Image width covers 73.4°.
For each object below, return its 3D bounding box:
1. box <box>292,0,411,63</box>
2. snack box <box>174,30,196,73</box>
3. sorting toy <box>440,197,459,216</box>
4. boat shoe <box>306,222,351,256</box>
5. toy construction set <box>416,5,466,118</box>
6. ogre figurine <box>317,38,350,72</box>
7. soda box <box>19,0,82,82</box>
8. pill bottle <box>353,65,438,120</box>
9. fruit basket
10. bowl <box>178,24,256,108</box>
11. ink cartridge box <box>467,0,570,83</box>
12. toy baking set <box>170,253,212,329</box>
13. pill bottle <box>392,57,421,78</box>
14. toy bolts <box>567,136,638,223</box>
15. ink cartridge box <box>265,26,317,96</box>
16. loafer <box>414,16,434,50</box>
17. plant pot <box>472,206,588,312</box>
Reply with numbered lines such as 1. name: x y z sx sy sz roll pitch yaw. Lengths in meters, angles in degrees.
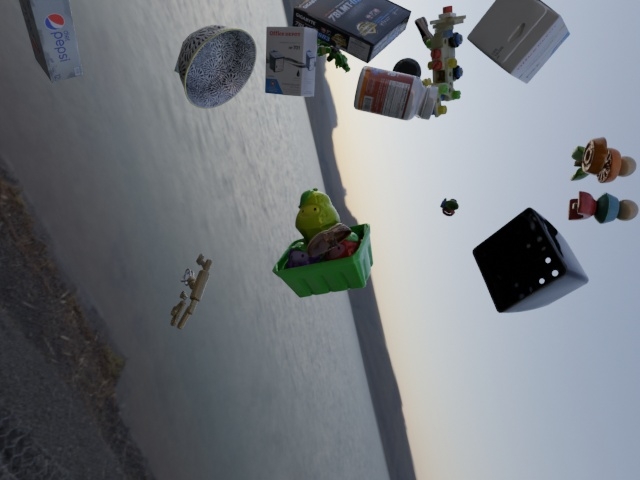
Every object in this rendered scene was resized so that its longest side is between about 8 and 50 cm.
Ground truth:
1. box: 0.108 -0.736 1.419 0.295 0.293 0.073 -51 168 -32
2. snack box: -0.413 -0.593 1.359 0.100 0.037 0.141 -58 -164 33
3. sorting toy: 0.470 -0.130 1.561 0.102 0.061 0.042 93 23 -64
4. boat shoe: 0.030 -0.001 1.436 0.060 0.178 0.064 22 -43 49
5. toy construction set: 0.380 -0.569 1.375 0.151 0.215 0.327 28 -50 34
6. ogre figurine: 0.061 -0.836 1.919 0.118 0.197 0.097 -66 179 -56
7. soda box: -0.705 -0.559 1.117 0.098 0.091 0.286 52 -32 11
8. pill bottle: 0.209 -0.404 1.198 0.121 0.216 0.121 14 90 -85
9. fruit basket: 0.000 0.000 1.641 0.283 0.392 0.392 -59 141 -54
10. bowl: -0.212 -0.347 0.821 0.080 0.170 0.170 46 -4 12
11. ink cartridge box: 0.558 -0.573 1.206 0.168 0.171 0.233 48 32 17
12. toy baking set: -0.368 0.130 1.209 0.030 0.197 0.256 31 57 -28
13. pill bottle: 0.366 -0.708 1.821 0.219 0.123 0.123 -60 139 -68
14. toy bolts: 0.789 -0.160 1.167 0.218 0.158 0.228 29 69 -74
15. ink cartridge box: -0.091 -0.542 1.304 0.082 0.140 0.190 -31 130 -55
16. loafer: 0.372 -0.735 1.536 0.125 0.039 0.045 67 -16 -4
17. plant pot: 0.519 0.063 1.035 0.188 0.167 0.187 -49 -142 40
